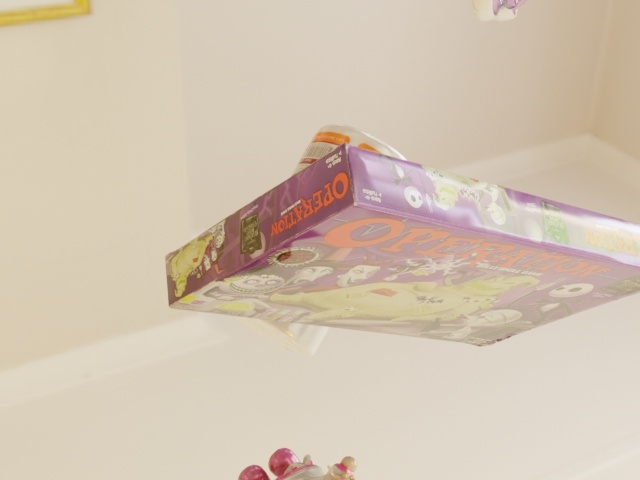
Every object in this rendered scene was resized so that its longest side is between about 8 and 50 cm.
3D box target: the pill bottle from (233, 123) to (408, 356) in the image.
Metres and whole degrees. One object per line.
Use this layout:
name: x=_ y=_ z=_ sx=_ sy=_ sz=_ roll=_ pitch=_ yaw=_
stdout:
pill bottle: x=0.000 y=0.000 z=1.005 sx=0.121 sy=0.121 sz=0.221 roll=21 pitch=-106 yaw=29

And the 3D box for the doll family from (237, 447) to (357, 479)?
doll family: x=-0.070 y=0.263 z=0.706 sx=0.263 sy=0.118 sz=0.163 roll=-27 pitch=-170 yaw=-14

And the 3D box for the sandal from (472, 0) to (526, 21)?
sandal: x=0.264 y=-0.383 z=1.312 sx=0.102 sy=0.169 sz=0.416 roll=0 pitch=-168 yaw=14

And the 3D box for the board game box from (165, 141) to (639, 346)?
board game box: x=0.085 y=0.020 z=0.734 sx=0.346 sy=0.208 sz=0.056 roll=11 pitch=-121 yaw=-38
